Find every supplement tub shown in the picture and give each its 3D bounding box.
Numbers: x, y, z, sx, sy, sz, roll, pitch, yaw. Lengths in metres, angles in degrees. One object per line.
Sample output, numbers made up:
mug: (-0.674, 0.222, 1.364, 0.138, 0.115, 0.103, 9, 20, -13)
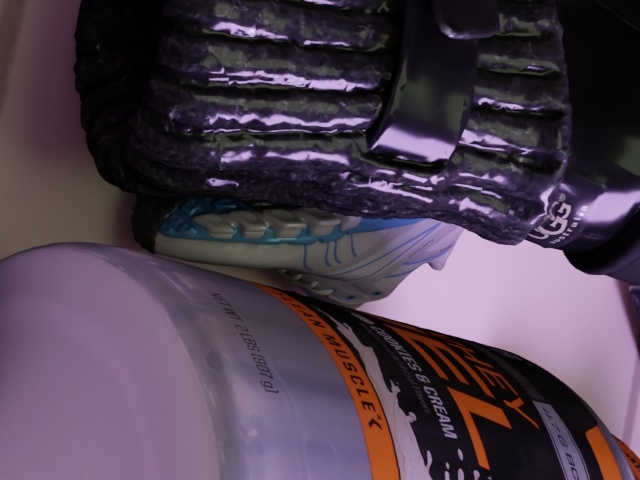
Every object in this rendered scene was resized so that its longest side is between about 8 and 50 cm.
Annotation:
supplement tub: (-0.003, 0.121, 0.662, 0.316, 0.193, 0.194, 18, 80, -49)

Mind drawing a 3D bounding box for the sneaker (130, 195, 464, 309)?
sneaker: (0.000, 0.000, 0.757, 0.190, 0.071, 0.083, -7, 129, -37)

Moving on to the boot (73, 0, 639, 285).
boot: (0.035, -0.148, 0.736, 0.260, 0.131, 0.348, 12, 50, -20)

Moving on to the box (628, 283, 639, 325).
box: (0.363, 0.070, 1.087, 0.294, 0.182, 0.296, -44, 126, -37)
